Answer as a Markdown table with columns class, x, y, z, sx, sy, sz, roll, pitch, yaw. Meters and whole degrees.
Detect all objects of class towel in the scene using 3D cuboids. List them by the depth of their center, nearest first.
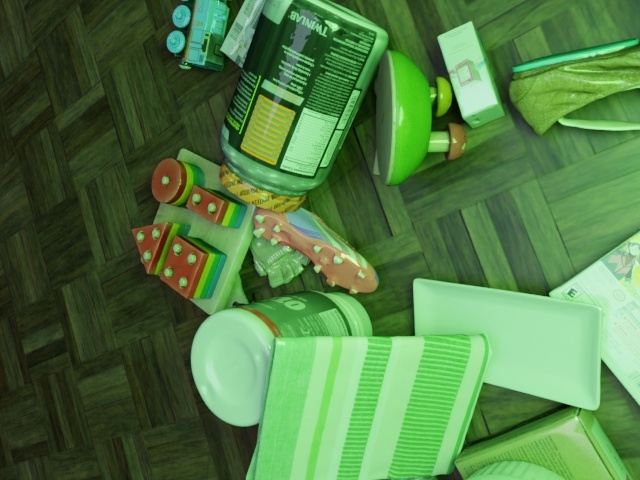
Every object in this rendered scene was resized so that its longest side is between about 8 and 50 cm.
| class | x | y | z | sx | sy | sz | roll | pitch | yaw |
| --- | --- | --- | --- | --- | --- | --- | --- | --- | --- |
| towel | 0.073 | 0.233 | 0.738 | 0.038 | 0.325 | 0.247 | -130 | 48 | -60 |

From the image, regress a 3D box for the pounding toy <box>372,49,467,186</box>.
| class | x | y | z | sx | sy | sz | roll | pitch | yaw |
| --- | --- | --- | --- | --- | --- | --- | --- | --- | --- |
| pounding toy | 0.140 | -0.172 | 0.773 | 0.110 | 0.237 | 0.182 | -1 | 100 | 0 |

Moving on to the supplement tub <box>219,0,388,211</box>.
| class | x | y | z | sx | sy | sz | roll | pitch | yaw |
| --- | --- | --- | --- | --- | --- | --- | --- | --- | --- |
| supplement tub | -0.040 | -0.216 | 0.858 | 0.193 | 0.194 | 0.316 | 38 | 117 | 24 |

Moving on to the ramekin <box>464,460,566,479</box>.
| class | x | y | z | sx | sy | sz | roll | pitch | yaw |
| --- | --- | --- | --- | --- | --- | --- | --- | --- | --- |
| ramekin | 0.249 | 0.379 | 0.672 | 0.207 | 0.109 | 0.207 | 2 | 94 | 32 |

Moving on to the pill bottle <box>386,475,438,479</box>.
| class | x | y | z | sx | sy | sz | roll | pitch | yaw |
| --- | --- | --- | --- | --- | --- | --- | --- | --- | --- |
| pill bottle | 0.156 | 0.407 | 0.853 | 0.078 | 0.078 | 0.137 | -28 | 79 | 30 |

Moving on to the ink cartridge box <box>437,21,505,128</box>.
| class | x | y | z | sx | sy | sz | roll | pitch | yaw |
| --- | --- | --- | --- | --- | --- | --- | --- | --- | --- |
| ink cartridge box | 0.215 | -0.230 | 0.767 | 0.052 | 0.088 | 0.122 | -17 | 84 | 25 |

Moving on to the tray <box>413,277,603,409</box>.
| class | x | y | z | sx | sy | sz | roll | pitch | yaw |
| --- | --- | --- | --- | --- | --- | --- | --- | --- | --- |
| tray | 0.257 | 0.136 | 0.774 | 0.270 | 0.030 | 0.145 | 6 | 104 | 41 |

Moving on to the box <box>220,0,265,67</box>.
| class | x | y | z | sx | sy | sz | roll | pitch | yaw |
| --- | --- | --- | --- | --- | --- | --- | --- | --- | --- |
| box | -0.082 | -0.355 | 0.975 | 0.186 | 0.038 | 0.145 | 44 | 114 | 23 |

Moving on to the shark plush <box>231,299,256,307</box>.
| class | x | y | z | sx | sy | sz | roll | pitch | yaw |
| --- | --- | --- | --- | --- | --- | --- | --- | --- | --- |
| shark plush | -0.092 | 0.151 | 0.958 | 0.073 | 0.161 | 0.067 | -5 | 52 | 23 |

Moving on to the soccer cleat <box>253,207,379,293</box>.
| class | x | y | z | sx | sy | sz | roll | pitch | yaw |
| --- | --- | --- | --- | --- | --- | --- | --- | --- | --- |
| soccer cleat | 0.000 | 0.000 | 0.927 | 0.248 | 0.095 | 0.083 | 29 | 140 | 11 |

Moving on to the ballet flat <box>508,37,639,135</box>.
| class | x | y | z | sx | sy | sz | roll | pitch | yaw |
| --- | --- | --- | --- | --- | --- | --- | --- | --- | --- |
| ballet flat | 0.406 | -0.201 | 0.649 | 0.342 | 0.116 | 0.124 | -12 | 107 | 32 |

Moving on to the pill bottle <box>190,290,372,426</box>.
| class | x | y | z | sx | sy | sz | roll | pitch | yaw |
| --- | --- | --- | --- | --- | --- | --- | --- | --- | --- |
| pill bottle | -0.045 | 0.164 | 0.841 | 0.161 | 0.283 | 0.161 | 2 | 94 | 32 |

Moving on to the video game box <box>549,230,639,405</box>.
| class | x | y | z | sx | sy | sz | roll | pitch | yaw |
| --- | --- | --- | --- | --- | --- | --- | --- | --- | --- |
| video game box | 0.432 | 0.093 | 0.678 | 0.187 | 0.048 | 0.205 | -44 | 71 | 30 |

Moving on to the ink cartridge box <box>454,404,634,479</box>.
| class | x | y | z | sx | sy | sz | roll | pitch | yaw |
| --- | --- | --- | --- | --- | --- | --- | --- | --- | --- |
| ink cartridge box | 0.330 | 0.365 | 0.736 | 0.193 | 0.088 | 0.234 | -35 | 75 | 27 |

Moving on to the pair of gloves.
| class | x | y | z | sx | sy | sz | roll | pitch | yaw |
| --- | --- | --- | --- | --- | --- | --- | --- | --- | --- |
| pair of gloves | -0.145 | 0.041 | 1.039 | 0.240 | 0.042 | 0.204 | -48 | 64 | 19 |

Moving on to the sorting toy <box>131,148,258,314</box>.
| class | x | y | z | sx | sy | sz | roll | pitch | yaw |
| --- | --- | --- | --- | --- | --- | --- | --- | --- | --- |
| sorting toy | -0.255 | -0.027 | 1.038 | 0.255 | 0.089 | 0.257 | 28 | 100 | 35 |

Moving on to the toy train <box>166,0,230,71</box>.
| class | x | y | z | sx | sy | sz | roll | pitch | yaw |
| --- | --- | --- | --- | --- | --- | --- | --- | --- | --- |
| toy train | -0.226 | -0.418 | 1.041 | 0.105 | 0.080 | 0.184 | 18 | 100 | 21 |
